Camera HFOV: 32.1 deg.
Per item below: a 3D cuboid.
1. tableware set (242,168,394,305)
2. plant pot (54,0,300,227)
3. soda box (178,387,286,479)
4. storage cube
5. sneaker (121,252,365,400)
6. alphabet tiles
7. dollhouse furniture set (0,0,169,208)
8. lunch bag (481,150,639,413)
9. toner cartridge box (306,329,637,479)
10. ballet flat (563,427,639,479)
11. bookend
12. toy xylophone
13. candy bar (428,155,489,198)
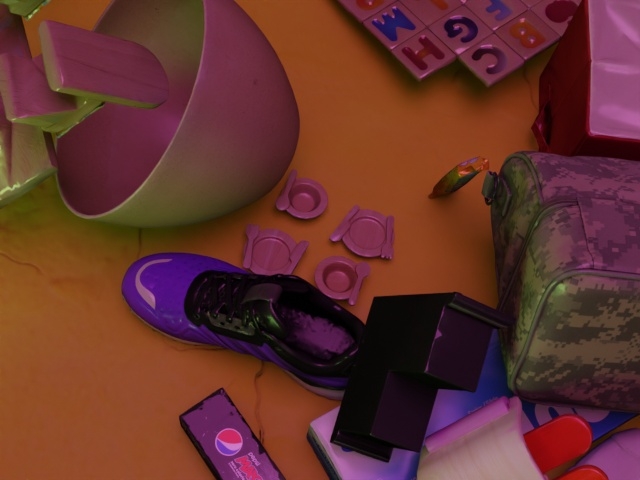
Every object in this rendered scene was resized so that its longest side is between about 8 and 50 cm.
[{"bbox_3d":[0.000,0.000,1.274,0.168,0.020,0.141,22,60,5],"label":"tableware set"},{"bbox_3d":[-0.135,-0.134,1.218,0.191,0.284,0.284,20,63,-38],"label":"plant pot"},{"bbox_3d":[-0.080,0.242,1.169,0.060,0.053,0.169,-32,75,-15],"label":"soda box"},{"bbox_3d":[0.364,-0.148,1.276,0.215,0.193,0.184,6,69,-3],"label":"storage cube"},{"bbox_3d":[-0.072,0.069,1.185,0.293,0.146,0.102,20,70,3],"label":"sneaker"},{"bbox_3d":[0.164,-0.340,1.391,0.285,0.011,0.342,-33,63,-15],"label":"alphabet tiles"},{"bbox_3d":[-0.341,-0.229,1.205,0.362,0.256,0.394,-27,72,31],"label":"dollhouse furniture set"},{"bbox_3d":[0.327,0.022,1.122,0.305,0.213,0.256,5,45,-6],"label":"lunch bag"},{"bbox_3d":[0.175,0.190,1.197,0.347,0.075,0.165,-28,73,-13],"label":"toner cartridge box"},{"bbox_3d":[0.352,0.392,1.121,0.139,0.139,0.400,-14,67,-9],"label":"ballet flat"},{"bbox_3d":[0.095,0.135,1.070,0.072,0.157,0.156,24,75,-23],"label":"bookend"},{"bbox_3d":[0.187,0.320,1.057,0.236,0.081,0.323,-24,89,20],"label":"toy xylophone"},{"bbox_3d":[0.154,-0.069,1.248,0.040,0.161,0.018,-19,86,-8],"label":"candy bar"}]
